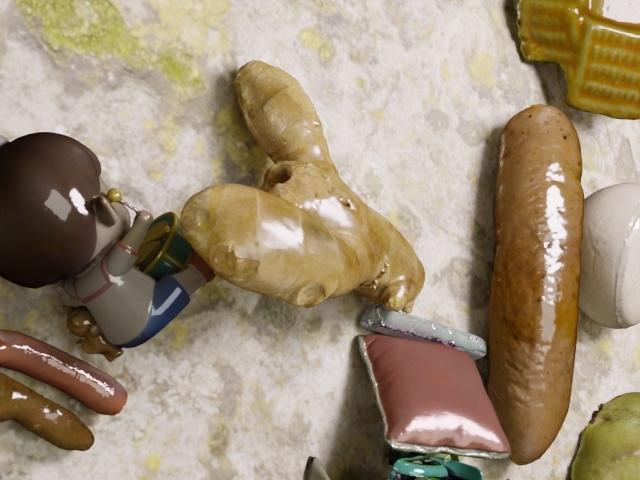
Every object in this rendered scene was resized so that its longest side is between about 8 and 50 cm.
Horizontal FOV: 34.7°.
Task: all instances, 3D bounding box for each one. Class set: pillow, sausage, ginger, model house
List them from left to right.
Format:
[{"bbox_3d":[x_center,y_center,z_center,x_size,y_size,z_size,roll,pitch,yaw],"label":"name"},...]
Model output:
[{"bbox_3d":[-0.266,0.126,0.996,0.177,0.040,0.047,33,49,-31],"label":"sausage"},{"bbox_3d":[0.012,-0.002,1.108,0.348,0.122,0.363,45,19,-21],"label":"ginger"},{"bbox_3d":[0.132,0.195,1.242,0.171,0.075,0.179,11,35,-21],"label":"pillow"},{"bbox_3d":[0.291,0.053,1.396,0.123,0.136,0.500,6,79,-5],"label":"sausage"},{"bbox_3d":[0.410,-0.310,1.540,0.268,0.173,0.239,12,89,-6],"label":"model house"}]

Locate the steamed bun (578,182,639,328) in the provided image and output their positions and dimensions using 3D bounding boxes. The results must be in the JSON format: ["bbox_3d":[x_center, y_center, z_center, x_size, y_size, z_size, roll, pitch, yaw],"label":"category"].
[{"bbox_3d":[0.422,0.021,1.491,0.177,0.131,0.228,-45,138,-31],"label":"steamed bun"}]

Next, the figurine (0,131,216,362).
[{"bbox_3d":[-0.240,-0.015,0.977,0.275,0.161,0.158,42,34,-28],"label":"figurine"}]

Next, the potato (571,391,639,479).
[{"bbox_3d":[0.518,0.382,1.479,0.280,0.213,0.330,10,76,-38],"label":"potato"}]

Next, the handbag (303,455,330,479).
[{"bbox_3d":[0.081,0.405,1.196,0.316,0.109,0.253,22,76,-35],"label":"handbag"}]

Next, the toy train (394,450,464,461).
[{"bbox_3d":[0.141,0.257,1.302,0.122,0.050,0.081,-29,110,-38],"label":"toy train"}]

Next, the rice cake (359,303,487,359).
[{"bbox_3d":[0.135,0.120,1.322,0.208,0.033,0.033,19,59,-34],"label":"rice cake"}]

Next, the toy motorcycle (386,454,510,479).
[{"bbox_3d":[0.136,0.277,1.150,0.173,0.100,0.058,14,88,-54],"label":"toy motorcycle"}]

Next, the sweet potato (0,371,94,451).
[{"bbox_3d":[-0.317,0.144,0.937,0.269,0.075,0.074,26,68,-44],"label":"sweet potato"}]
